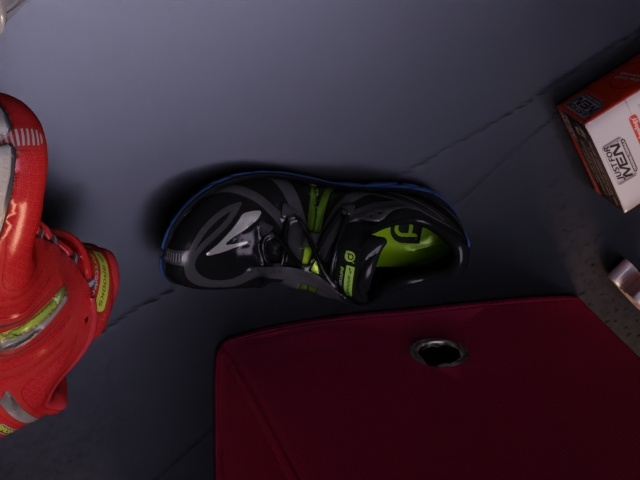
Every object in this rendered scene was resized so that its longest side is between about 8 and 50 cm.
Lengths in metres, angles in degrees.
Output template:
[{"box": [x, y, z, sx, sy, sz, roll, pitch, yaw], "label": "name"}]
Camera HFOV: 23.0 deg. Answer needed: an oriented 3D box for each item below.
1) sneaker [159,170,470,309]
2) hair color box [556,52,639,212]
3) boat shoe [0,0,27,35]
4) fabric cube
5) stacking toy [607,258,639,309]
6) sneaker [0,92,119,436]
[{"box": [0.000, 0.000, 0.910, 0.188, 0.078, 0.067, -1, 112, -17], "label": "sneaker"}, {"box": [0.224, -0.087, 0.967, 0.141, 0.043, 0.072, -32, 118, -5], "label": "hair color box"}, {"box": [-0.185, -0.141, 0.744, 0.367, 0.156, 0.136, -38, 118, -1], "label": "boat shoe"}, {"box": [0.087, 0.208, 0.926, 0.254, 0.258, 0.259, -6, 113, -15], "label": "fabric cube"}, {"box": [0.314, 0.031, 1.043, 0.167, 0.052, 0.221, -45, 119, 4], "label": "stacking toy"}, {"box": [-0.161, 0.012, 0.816, 0.118, 0.107, 0.279, -12, 151, -24], "label": "sneaker"}]
